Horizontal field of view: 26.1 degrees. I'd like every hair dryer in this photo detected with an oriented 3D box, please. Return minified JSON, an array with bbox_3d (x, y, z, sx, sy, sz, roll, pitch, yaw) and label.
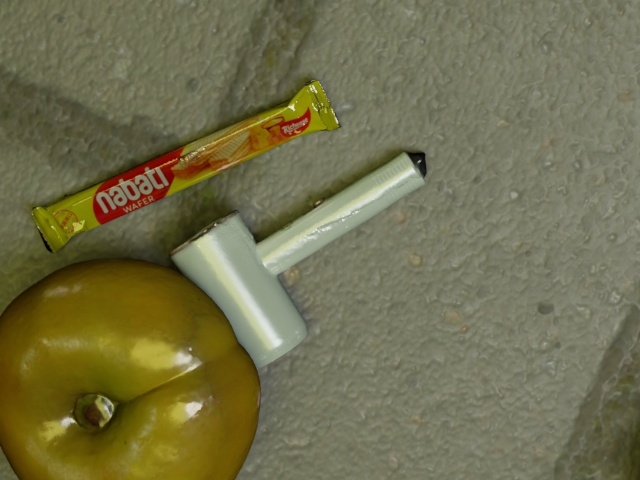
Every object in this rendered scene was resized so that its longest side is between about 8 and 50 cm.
[{"bbox_3d":[0.000,0.000,1.212,0.236,0.073,0.131,-33,94,1],"label":"hair dryer"}]

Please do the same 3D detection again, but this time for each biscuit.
[{"bbox_3d":[-0.123,-0.065,1.230,0.292,0.026,0.048,-23,113,10],"label":"biscuit"}]

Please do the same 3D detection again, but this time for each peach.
[{"bbox_3d":[-0.170,0.133,1.188,0.251,0.153,0.251,3,102,16],"label":"peach"}]
